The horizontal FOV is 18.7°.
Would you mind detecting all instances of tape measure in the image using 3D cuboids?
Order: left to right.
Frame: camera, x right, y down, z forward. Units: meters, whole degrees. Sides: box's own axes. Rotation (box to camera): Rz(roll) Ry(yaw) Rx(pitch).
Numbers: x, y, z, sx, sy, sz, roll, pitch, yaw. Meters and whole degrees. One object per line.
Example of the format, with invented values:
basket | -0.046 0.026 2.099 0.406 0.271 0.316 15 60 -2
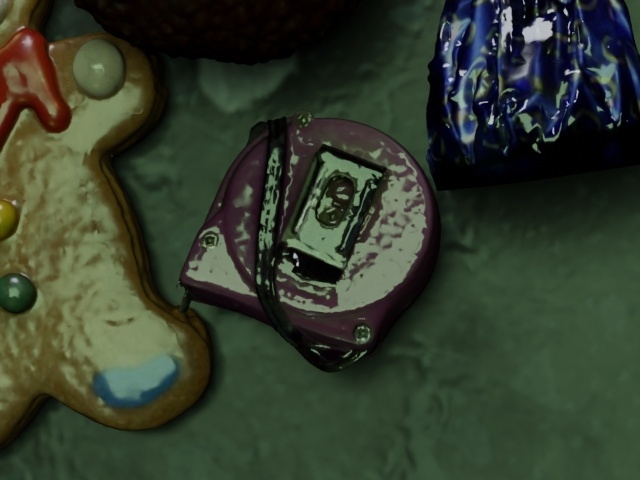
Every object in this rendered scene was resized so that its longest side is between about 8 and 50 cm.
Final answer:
tape measure | 0.000 0.000 0.993 0.118 0.074 0.125 19 80 9

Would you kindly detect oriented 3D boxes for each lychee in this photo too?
lychee | -0.049 -0.180 0.985 0.194 0.194 0.194 -2 81 10

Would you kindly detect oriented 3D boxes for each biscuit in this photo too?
biscuit | -0.182 -0.045 1.053 0.205 0.049 0.324 -13 78 9

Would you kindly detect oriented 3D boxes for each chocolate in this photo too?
chocolate | 0.108 -0.192 0.983 0.126 0.148 0.343 -12 79 52
